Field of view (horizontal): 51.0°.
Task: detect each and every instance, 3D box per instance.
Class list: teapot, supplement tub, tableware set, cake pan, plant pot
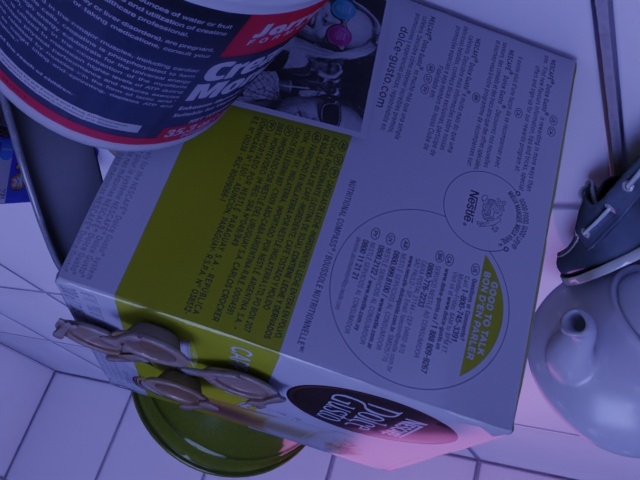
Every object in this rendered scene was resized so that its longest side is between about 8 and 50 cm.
[{"bbox_3d":[0.389,0.118,0.794,0.252,0.256,0.187,31,136,7],"label":"teapot"},{"bbox_3d":[-0.082,-0.178,0.360,0.191,0.191,0.272,29,153,-21],"label":"supplement tub"},{"bbox_3d":[-0.117,0.097,0.507,0.168,0.020,0.141,37,147,-32],"label":"tableware set"},{"bbox_3d":[-0.234,-0.115,0.588,0.054,0.293,0.293,-14,161,-17],"label":"cake pan"},{"bbox_3d":[-0.093,0.152,1.079,0.366,0.367,0.353,23,142,-10],"label":"plant pot"}]

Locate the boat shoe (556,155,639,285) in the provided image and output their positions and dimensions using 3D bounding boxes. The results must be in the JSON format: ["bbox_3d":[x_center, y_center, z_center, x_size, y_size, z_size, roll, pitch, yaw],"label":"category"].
[{"bbox_3d":[0.325,-0.035,0.691,0.099,0.116,0.319,61,167,12],"label":"boat shoe"}]

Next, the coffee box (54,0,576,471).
[{"bbox_3d":[0.000,0.000,0.654,0.334,0.338,0.338,19,155,-2],"label":"coffee box"}]

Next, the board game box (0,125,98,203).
[{"bbox_3d":[-0.525,-0.131,0.921,0.346,0.078,0.233,14,-173,9],"label":"board game box"}]

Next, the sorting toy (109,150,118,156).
[{"bbox_3d":[-0.239,-0.136,0.883,0.195,0.047,0.348,4,152,27],"label":"sorting toy"}]
